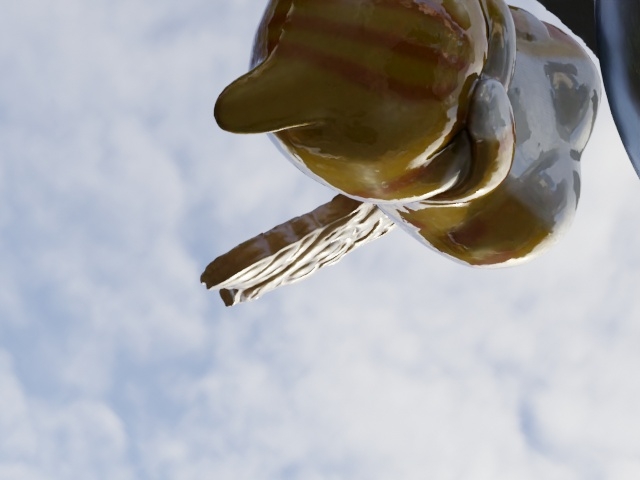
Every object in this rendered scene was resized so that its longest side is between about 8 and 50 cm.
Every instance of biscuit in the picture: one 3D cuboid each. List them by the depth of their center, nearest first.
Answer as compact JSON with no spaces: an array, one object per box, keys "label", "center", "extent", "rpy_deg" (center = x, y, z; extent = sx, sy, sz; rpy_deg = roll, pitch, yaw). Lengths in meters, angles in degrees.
[{"label":"biscuit","center":[0.000,0.000,1.448],"extent":[0.162,0.250,0.035],"rpy_deg":[-35,-99,43]}]

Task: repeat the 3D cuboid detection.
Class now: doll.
[{"label":"doll","center":[0.065,-0.085,1.088],"extent":[0.162,0.166,0.269],"rpy_deg":[4,-14,26]}]

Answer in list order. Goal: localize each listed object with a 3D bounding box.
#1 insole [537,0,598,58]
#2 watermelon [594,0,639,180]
[{"label":"insole","center":[0.214,-0.199,1.501],"extent":[0.309,0.012,0.110],"rpy_deg":[43,-22,33]},{"label":"watermelon","center":[0.234,-0.083,0.615],"extent":[0.285,0.285,0.285],"rpy_deg":[20,-48,24]}]
